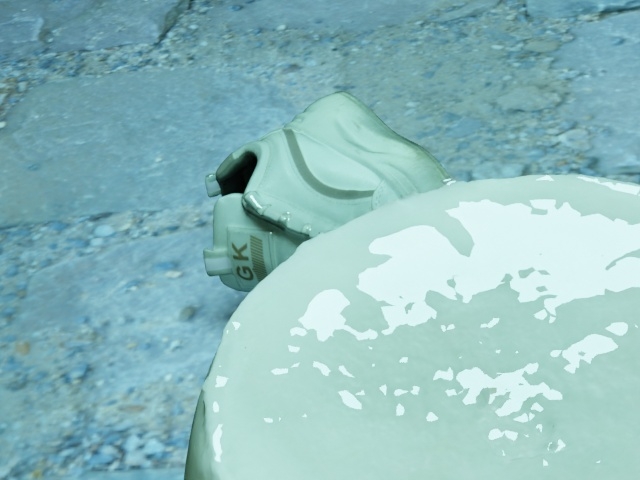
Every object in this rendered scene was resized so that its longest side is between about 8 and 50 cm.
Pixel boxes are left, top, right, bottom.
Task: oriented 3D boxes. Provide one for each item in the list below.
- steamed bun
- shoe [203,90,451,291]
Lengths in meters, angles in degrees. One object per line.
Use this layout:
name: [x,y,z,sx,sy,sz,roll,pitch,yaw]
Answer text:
steamed bun: [0.096,0.126,0.588,0.324,0.206,0.324,-7,36,5]
shoe: [0.000,0.000,0.892,0.159,0.124,0.316,-18,28,-9]
